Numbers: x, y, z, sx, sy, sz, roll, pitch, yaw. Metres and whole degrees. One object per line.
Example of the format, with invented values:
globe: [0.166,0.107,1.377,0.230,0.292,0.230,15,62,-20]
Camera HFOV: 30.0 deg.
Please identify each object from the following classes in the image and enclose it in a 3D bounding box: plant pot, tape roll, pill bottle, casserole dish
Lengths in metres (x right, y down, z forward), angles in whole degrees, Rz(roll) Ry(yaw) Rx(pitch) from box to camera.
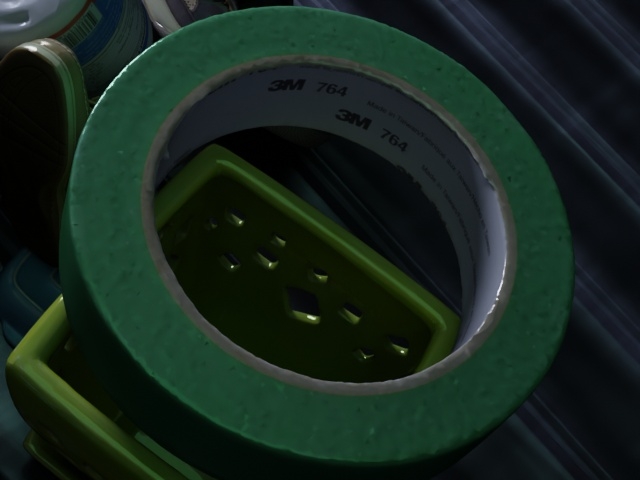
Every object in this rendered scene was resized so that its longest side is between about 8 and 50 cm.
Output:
plant pot: [-0.070,0.110,0.841,0.228,0.207,0.227,37,58,4]
tape roll: [0.000,0.000,0.758,0.321,0.077,0.321,7,60,-13]
pill bottle: [-0.203,-0.172,0.937,0.124,0.221,0.124,-1,78,6]
casserole dish: [-0.177,0.018,0.959,0.114,0.037,0.188,38,57,5]

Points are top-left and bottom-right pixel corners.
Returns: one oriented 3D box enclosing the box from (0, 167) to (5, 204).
box: [-0.318,-0.097,0.905,0.158,0.156,0.093,44,59,9]

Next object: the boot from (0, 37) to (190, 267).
boot: [-0.156,-0.093,0.881,0.077,0.213,0.165,37,56,18]

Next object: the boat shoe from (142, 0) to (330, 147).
boat shoe: [-0.089,-0.239,1.045,0.355,0.130,0.132,52,17,13]
